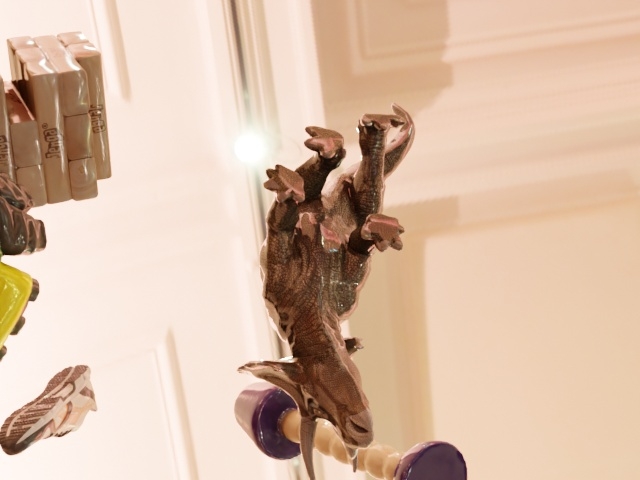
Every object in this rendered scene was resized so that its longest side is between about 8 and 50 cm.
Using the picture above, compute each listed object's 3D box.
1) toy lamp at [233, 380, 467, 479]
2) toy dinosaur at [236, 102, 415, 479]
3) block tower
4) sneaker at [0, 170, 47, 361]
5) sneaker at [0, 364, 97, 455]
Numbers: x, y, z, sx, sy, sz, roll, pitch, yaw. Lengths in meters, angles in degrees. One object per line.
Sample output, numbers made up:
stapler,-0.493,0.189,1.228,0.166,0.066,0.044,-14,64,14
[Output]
toy lamp,0.014,0.177,1.082,0.080,0.275,0.080,-6,-81,-37
toy dinosaur,0.000,0.000,0.880,0.121,0.313,0.160,16,-49,-9
block tower,-0.298,-0.060,0.748,0.336,0.091,0.097,-11,-62,-21
sneaker,-0.287,0.098,0.615,0.146,0.134,0.343,21,-81,-53
sneaker,-0.207,0.139,0.951,0.040,0.109,0.043,-5,-69,29
